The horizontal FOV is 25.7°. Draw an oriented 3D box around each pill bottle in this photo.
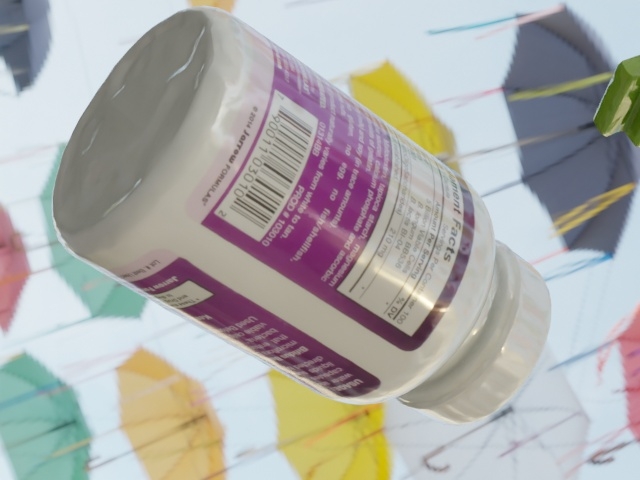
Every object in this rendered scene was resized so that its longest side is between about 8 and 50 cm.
[{"bbox_3d":[0.000,0.000,0.873,0.169,0.301,0.169,-36,-143,32],"label":"pill bottle"}]

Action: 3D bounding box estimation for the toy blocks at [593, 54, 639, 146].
[{"bbox_3d":[0.361,-0.040,0.636,0.190,0.381,0.261,102,-35,-59],"label":"toy blocks"}]
